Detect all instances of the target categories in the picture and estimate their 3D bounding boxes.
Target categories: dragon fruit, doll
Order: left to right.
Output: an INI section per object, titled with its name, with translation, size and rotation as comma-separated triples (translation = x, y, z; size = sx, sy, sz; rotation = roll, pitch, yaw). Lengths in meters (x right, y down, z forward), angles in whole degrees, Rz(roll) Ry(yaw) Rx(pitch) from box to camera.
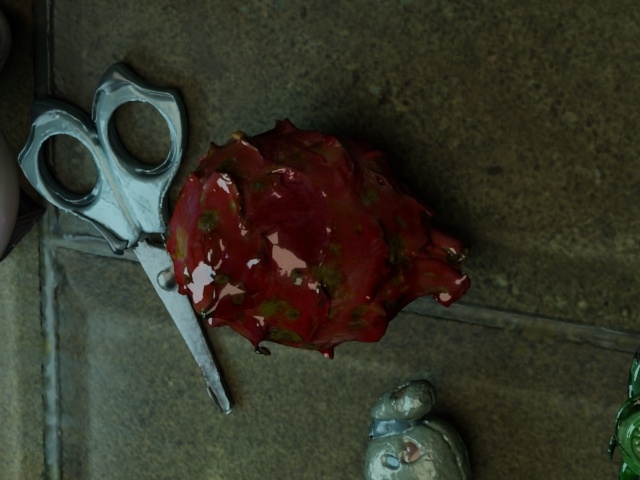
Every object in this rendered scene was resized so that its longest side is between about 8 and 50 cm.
[dragon fruit]
translation = 0.000, 0.000, 1.524
size = 0.268, 0.210, 0.205
rotation = 8, 95, -1
[doll]
translation = 0.091, 0.221, 1.629
size = 0.103, 0.071, 0.214
rotation = 11, 121, 32

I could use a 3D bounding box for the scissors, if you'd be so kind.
[scissors]
translation = -0.163, 0.011, 1.681
size = 0.191, 0.029, 0.360
rotation = -19, 100, 25

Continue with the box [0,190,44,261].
[box]
translation = -0.330, -0.019, 1.725
size = 0.063, 0.060, 0.084
rotation = 48, 120, 7

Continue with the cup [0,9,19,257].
[cup]
translation = -0.417, -0.082, 1.613
size = 0.357, 0.259, 0.274
rotation = 40, 123, 22

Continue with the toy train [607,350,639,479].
[toy train]
translation = 0.342, 0.200, 1.486
size = 0.188, 0.132, 0.243
rotation = 8, 113, 15
